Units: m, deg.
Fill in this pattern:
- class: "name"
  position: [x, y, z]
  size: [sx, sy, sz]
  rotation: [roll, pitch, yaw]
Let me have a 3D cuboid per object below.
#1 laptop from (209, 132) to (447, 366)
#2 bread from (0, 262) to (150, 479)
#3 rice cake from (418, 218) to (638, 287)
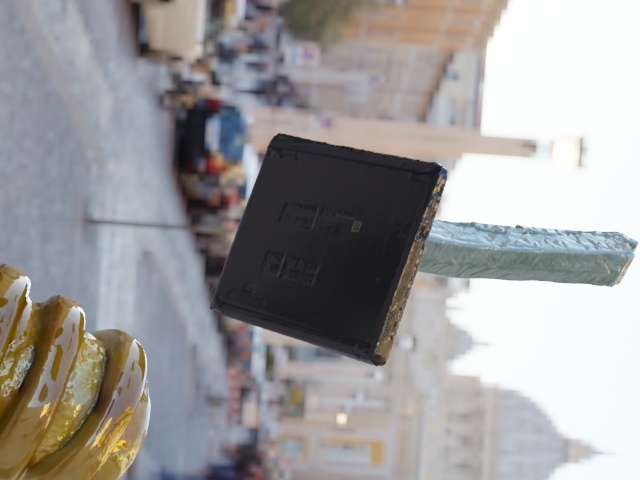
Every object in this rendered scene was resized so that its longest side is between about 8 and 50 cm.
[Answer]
- class: "laptop"
  position: [0.000, 0.000, 1.196]
  size: [0.197, 0.016, 0.135]
  rotation: [13, -96, 53]
- class: "bread"
  position: [-0.176, 0.073, 1.002]
  size: [0.084, 0.177, 0.119]
  rotation: [-47, -161, 61]
- class: "rice cake"
  position: [0.162, 0.009, 1.533]
  size: [0.042, 0.245, 0.045]
  rotation: [61, -43, 44]
